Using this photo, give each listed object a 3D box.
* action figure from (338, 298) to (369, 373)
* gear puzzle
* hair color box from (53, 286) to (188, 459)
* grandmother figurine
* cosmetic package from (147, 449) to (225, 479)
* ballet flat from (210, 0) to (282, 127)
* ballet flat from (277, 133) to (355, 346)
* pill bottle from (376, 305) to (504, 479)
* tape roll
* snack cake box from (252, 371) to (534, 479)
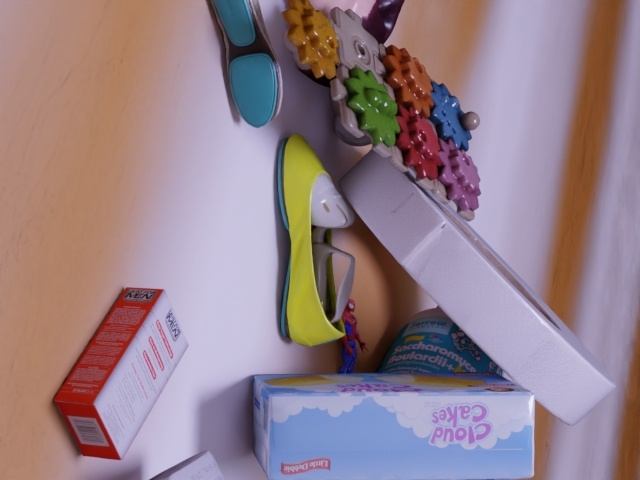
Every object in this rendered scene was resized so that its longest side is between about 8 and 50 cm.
[{"bbox_3d":[0.035,0.125,1.730,0.038,0.030,0.115,-15,103,-59],"label":"action figure"},{"bbox_3d":[0.073,-0.160,1.520,0.339,0.044,0.175,33,41,-44],"label":"gear puzzle"},{"bbox_3d":[-0.169,0.113,1.267,0.141,0.043,0.072,-61,144,-43],"label":"hair color box"},{"bbox_3d":[0.026,-0.253,1.615,0.208,0.104,0.342,-36,132,-26],"label":"grandmother figurine"},{"bbox_3d":[-0.094,0.311,1.271,0.231,0.085,0.117,62,15,2],"label":"cosmetic package"},{"bbox_3d":[-0.068,-0.196,1.457,0.052,0.057,0.168,-65,148,-59],"label":"ballet flat"},{"bbox_3d":[0.000,0.000,1.585,0.077,0.077,0.231,-7,98,-64],"label":"ballet flat"},{"bbox_3d":[0.142,0.182,1.823,0.264,0.146,0.146,-57,141,-49],"label":"pill bottle"},{"bbox_3d":[0.177,0.048,1.668,0.072,0.392,0.392,-44,153,7],"label":"tape roll"},{"bbox_3d":[0.068,0.185,1.481,0.152,0.264,0.089,-172,-97,-81],"label":"snack cake box"}]
